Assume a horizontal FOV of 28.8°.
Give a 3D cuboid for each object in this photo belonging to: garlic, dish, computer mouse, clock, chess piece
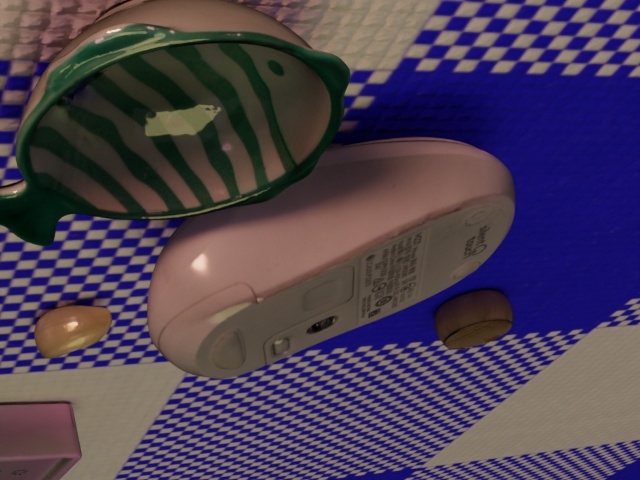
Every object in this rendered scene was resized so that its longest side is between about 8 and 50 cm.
[{"bbox_3d":[-0.224,0.081,1.095,0.053,0.041,0.083,-10,166,-41],"label":"garlic"},{"bbox_3d":[-0.103,-0.085,0.766,0.246,0.078,0.224,-23,153,16],"label":"dish"},{"bbox_3d":[0.000,0.000,0.957,0.297,0.121,0.184,-27,154,-7],"label":"computer mouse"},{"bbox_3d":[-0.357,0.237,1.313,0.150,0.063,0.197,3,149,-33],"label":"clock"},{"bbox_3d":[0.161,0.084,1.308,0.084,0.038,0.083,-14,154,-7],"label":"chess piece"}]
